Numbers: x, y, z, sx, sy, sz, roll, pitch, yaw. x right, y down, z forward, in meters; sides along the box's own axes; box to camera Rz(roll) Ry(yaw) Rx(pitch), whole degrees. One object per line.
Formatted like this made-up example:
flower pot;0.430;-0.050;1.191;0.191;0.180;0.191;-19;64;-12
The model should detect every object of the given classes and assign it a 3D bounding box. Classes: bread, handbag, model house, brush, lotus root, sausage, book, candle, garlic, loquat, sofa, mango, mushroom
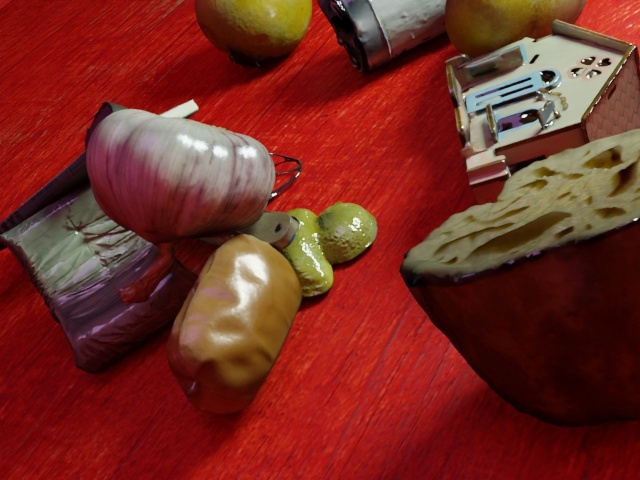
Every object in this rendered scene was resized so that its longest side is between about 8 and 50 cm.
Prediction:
bread;0.000;0.000;1.309;0.149;0.065;0.188;-9;35;15
handbag;-0.095;-0.099;1.510;0.139;0.072;0.115;-16;31;-9
model house;0.299;-0.169;1.246;0.244;0.169;0.326;-14;34;14
brush;-0.119;-0.018;1.372;0.327;0.065;0.070;10;64;56
lotus root;0.252;0.039;0.948;0.316;0.250;0.316;-24;23;11
sausage;-0.105;0.101;1.168;0.120;0.136;0.241;-40;22;42
book;-0.384;-0.089;1.526;0.379;0.031;0.264;-31;6;34
candle;0.162;-0.438;1.686;0.330;0.187;0.187;-28;34;-4
garlic;-0.197;-0.034;1.236;0.245;0.245;0.253;15;86;44
loquat;-0.131;-0.450;1.874;0.243;0.244;0.244;-18;34;12
sofa;-0.302;0.041;1.347;0.210;0.176;0.225;-32;34;-10
mango;0.301;-0.382;1.481;0.221;0.199;0.384;-41;1;33
mushroom;-0.362;-0.175;1.735;0.117;0.141;0.188;5;13;-19
